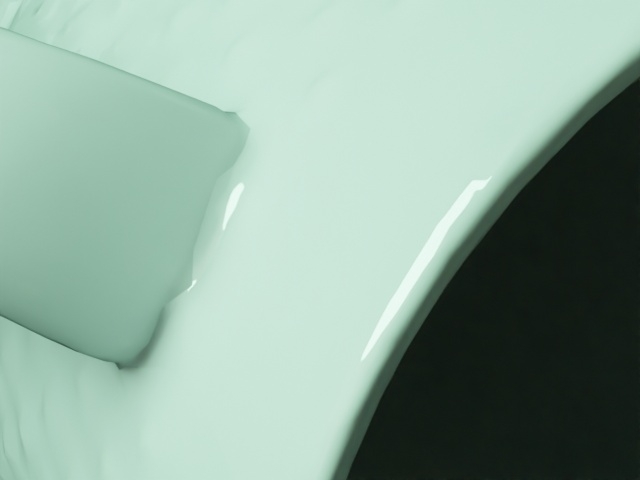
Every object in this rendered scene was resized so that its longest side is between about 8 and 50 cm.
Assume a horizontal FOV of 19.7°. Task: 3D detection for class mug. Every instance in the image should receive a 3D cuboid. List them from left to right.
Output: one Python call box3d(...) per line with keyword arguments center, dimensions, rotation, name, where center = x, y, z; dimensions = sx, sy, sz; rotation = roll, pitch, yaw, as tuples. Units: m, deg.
box3d(center=(0.000, 0.000, 0.486), dimensions=(0.328, 0.374, 0.276), rotation=(34, 101, 56), name="mug")
